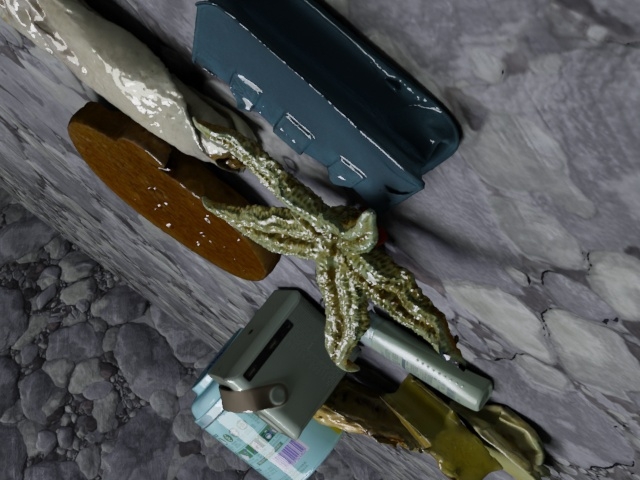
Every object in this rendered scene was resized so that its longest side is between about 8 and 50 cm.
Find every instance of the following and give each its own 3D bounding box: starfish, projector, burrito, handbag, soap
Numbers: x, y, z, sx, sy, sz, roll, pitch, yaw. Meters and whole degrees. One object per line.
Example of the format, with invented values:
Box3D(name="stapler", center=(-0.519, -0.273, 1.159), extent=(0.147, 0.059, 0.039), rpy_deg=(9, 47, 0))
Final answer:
Box3D(name="starfish", center=(0.001, -0.003, 0.824), extent=(0.358, 0.078, 0.347), rpy_deg=(55, 159, -10))
Box3D(name="projector", center=(-0.072, 0.229, 1.412), extent=(0.177, 0.242, 0.163), rpy_deg=(44, 161, -13))
Box3D(name="burrito", center=(-0.235, -0.208, 0.897), extent=(0.392, 0.076, 0.117), rpy_deg=(38, 157, -4))
Box3D(name="handbag", center=(-0.003, -0.120, 0.667), extent=(0.229, 0.062, 0.179), rpy_deg=(40, 167, -4))
Box3D(name="soap", center=(0.187, 0.306, 1.257), extent=(0.135, 0.076, 0.233), rpy_deg=(50, 176, -11))

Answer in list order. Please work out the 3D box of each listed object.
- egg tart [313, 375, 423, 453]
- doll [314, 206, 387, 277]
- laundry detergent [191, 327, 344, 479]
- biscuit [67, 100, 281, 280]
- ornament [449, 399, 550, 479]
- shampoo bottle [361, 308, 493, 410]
Box3D(name="egg tart", center=(0.086, 0.334, 1.540), extent=(0.279, 0.095, 0.279), rpy_deg=(21, 174, 2))
Box3D(name="doll", center=(0.032, 0.016, 0.945), extent=(0.104, 0.062, 0.194), rpy_deg=(37, 157, 0))
Box3D(name="laundry detergent", center=(-0.117, 0.360, 1.770), extent=(0.305, 0.287, 0.287), rpy_deg=(40, 164, -4))
Box3D(name="biscuit", center=(-0.222, -0.085, 1.201), extent=(0.394, 0.070, 0.350), rpy_deg=(35, 161, 11))
Box3D(name="ornament", center=(0.271, 0.304, 1.214), extent=(0.180, 0.059, 0.201), rpy_deg=(34, 166, 34))
Box3D(name="shampoo bottle", center=(0.147, 0.172, 1.133), extent=(0.212, 0.049, 0.072), rpy_deg=(30, 164, 24))
